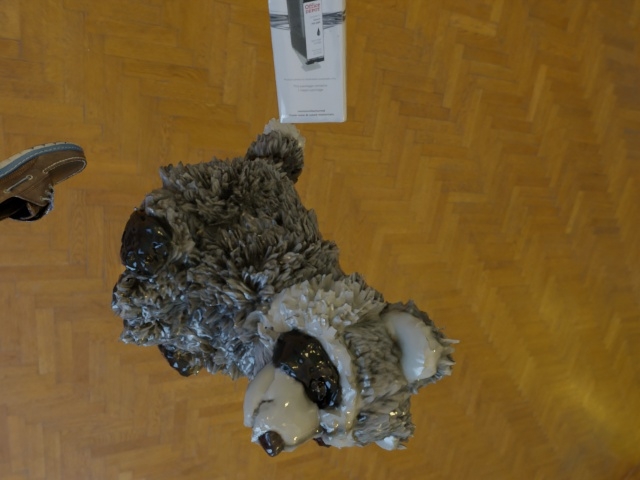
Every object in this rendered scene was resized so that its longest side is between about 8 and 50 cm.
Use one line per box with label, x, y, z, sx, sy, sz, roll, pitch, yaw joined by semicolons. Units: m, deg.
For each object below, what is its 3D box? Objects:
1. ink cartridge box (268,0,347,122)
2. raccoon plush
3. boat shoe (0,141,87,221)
ink cartridge box;-0.007;-0.176;0.362;0.056;0.099;0.135;-1;127;4
raccoon plush;0.000;0.000;0.495;0.216;0.299;0.446;91;17;-55
boat shoe;-0.347;-0.055;0.527;0.066;0.066;0.183;50;49;-1
